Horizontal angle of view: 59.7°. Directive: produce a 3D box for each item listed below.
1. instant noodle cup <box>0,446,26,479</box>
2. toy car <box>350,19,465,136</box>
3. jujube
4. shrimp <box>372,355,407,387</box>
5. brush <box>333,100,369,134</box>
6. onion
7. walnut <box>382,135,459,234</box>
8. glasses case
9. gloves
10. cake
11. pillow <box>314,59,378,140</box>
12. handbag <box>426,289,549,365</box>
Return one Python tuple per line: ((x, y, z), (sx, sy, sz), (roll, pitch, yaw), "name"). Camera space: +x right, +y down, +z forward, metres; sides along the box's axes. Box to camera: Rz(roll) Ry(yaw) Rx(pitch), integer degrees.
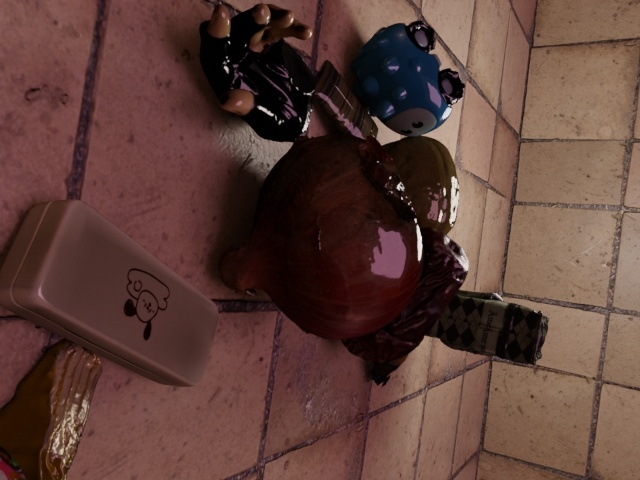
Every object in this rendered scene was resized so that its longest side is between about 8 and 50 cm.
((-0.357, 0.237, 0.439), (0.182, 0.258, 0.303), (76, 5, -57), "instant noodle cup")
((0.173, -0.344, 1.236), (0.190, 0.188, 0.255), (-37, 100, -31), "toy car")
((0.181, 0.118, 1.249), (0.342, 0.216, 0.216), (-52, 163, 29), "jujube")
((0.185, 0.253, 1.488), (0.222, 0.054, 0.290), (-94, -165, -49), "shrimp")
((0.063, -0.260, 1.243), (0.039, 0.042, 0.299), (58, 41, -24), "brush")
((0.024, -0.009, 0.949), (0.353, 0.353, 0.354), (-19, 113, -57), "onion")
((0.214, -0.117, 1.343), (0.282, 0.227, 0.283), (3, 83, -27), "walnut")
((-0.249, 0.081, 0.714), (0.313, 0.070, 0.131), (53, 40, -50), "glasses case")
((-0.093, -0.253, 0.845), (0.301, 0.152, 0.197), (82, 17, -74), "gloves")
((-0.303, 0.202, 0.635), (0.185, 0.116, 0.080), (-51, 136, -35), "cake")
((0.059, -0.272, 1.174), (0.203, 0.038, 0.113), (46, 47, -33), "pillow")
((0.443, 0.227, 1.634), (0.316, 0.416, 0.180), (12, 89, -63), "handbag")
